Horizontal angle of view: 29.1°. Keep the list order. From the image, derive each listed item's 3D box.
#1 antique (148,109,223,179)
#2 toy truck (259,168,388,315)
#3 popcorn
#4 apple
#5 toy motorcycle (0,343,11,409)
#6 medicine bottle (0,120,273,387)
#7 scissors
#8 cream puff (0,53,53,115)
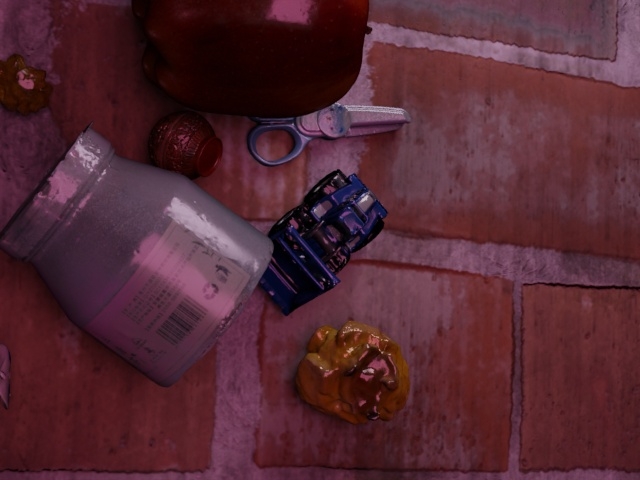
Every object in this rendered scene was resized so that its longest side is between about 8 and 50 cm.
[{"bbox_3d":[-0.190,-0.131,1.700,0.104,0.104,0.104,2,84,-22],"label":"antique"},{"bbox_3d":[0.000,0.000,1.746,0.208,0.126,0.113,-45,101,-19],"label":"toy truck"},{"bbox_3d":[0.048,0.187,1.746,0.167,0.152,0.148,9,101,-11],"label":"popcorn"},{"bbox_3d":[-0.090,-0.303,1.660,0.317,0.288,0.288,-8,87,-10],"label":"apple"},{"bbox_3d":[-0.478,0.188,1.557,0.150,0.102,0.221,42,67,9],"label":"toy motorcycle"},{"bbox_3d":[-0.243,0.010,1.588,0.290,0.245,0.245,39,72,-12],"label":"medicine bottle"},{"bbox_3d":[0.013,-0.175,1.821,0.256,0.030,0.125,-4,86,-19],"label":"scissors"},{"bbox_3d":[-0.401,-0.208,1.643,0.083,0.058,0.083,-20,94,-20],"label":"cream puff"}]
